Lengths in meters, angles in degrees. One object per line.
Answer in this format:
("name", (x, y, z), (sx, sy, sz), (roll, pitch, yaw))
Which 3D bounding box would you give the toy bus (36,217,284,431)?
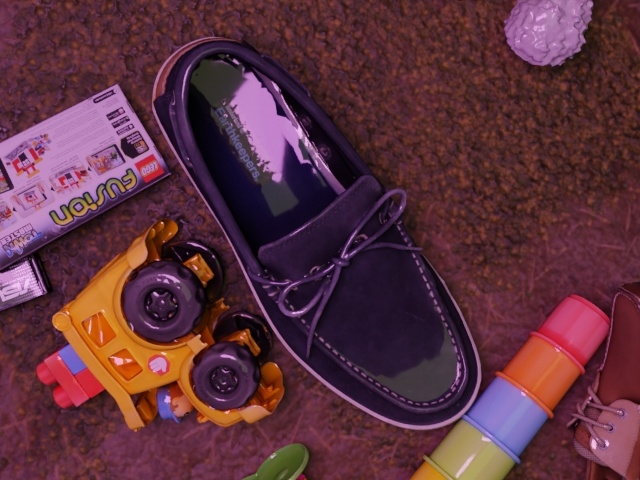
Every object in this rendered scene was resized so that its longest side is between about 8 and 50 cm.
("toy bus", (-0.173, 0.120, 0.890), (0.211, 0.149, 0.220), (-35, 97, 7))

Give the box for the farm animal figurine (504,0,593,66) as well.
("farm animal figurine", (0.219, -0.400, 0.913), (0.330, 0.172, 0.326), (35, 86, -6))

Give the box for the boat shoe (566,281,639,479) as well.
("boat shoe", (0.337, 0.210, 0.935), (0.120, 0.122, 0.323), (-9, 104, -7))

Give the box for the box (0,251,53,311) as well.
("box", (-0.405, 0.005, 0.899), (0.191, 0.045, 0.184), (-21, 90, -7))

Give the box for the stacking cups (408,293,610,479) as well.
("stacking cups", (0.213, 0.203, 0.961), (0.096, 0.096, 0.316), (44, 83, -6))

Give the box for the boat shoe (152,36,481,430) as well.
("boat shoe", (0.000, 0.000, 0.899), (0.187, 0.156, 0.500), (-36, 96, -8))

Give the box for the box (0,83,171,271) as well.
("box", (-0.273, -0.065, 0.892), (0.207, 0.036, 0.114), (-32, 96, -21))

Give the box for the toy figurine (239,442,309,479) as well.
("toy figurine", (-0.034, 0.338, 0.935), (0.173, 0.130, 0.159), (-46, 111, -29))
